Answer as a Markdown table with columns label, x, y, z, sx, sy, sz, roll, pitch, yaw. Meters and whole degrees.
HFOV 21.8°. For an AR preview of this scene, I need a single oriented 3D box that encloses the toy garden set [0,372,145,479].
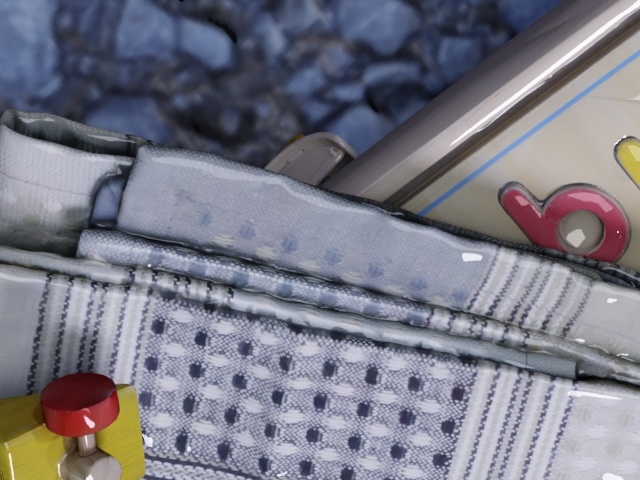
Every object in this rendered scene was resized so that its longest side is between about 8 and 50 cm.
| label | x | y | z | sx | sy | sz | roll | pitch | yaw |
| --- | --- | --- | --- | --- | --- | --- | --- | --- | --- |
| toy garden set | -0.163 | 0.146 | 0.636 | 0.244 | 0.049 | 0.204 | -5 | 115 | 1 |

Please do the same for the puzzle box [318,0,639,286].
| label | x | y | z | sx | sy | sz | roll | pitch | yaw |
| --- | --- | --- | --- | --- | --- | --- | --- | --- | --- |
| puzzle box | 0.092 | 0.075 | 0.703 | 0.409 | 0.052 | 0.272 | -38 | 105 | 17 |

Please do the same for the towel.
| label | x | y | z | sx | sy | sz | roll | pitch | yaw |
| --- | --- | --- | --- | --- | --- | --- | --- | --- | --- |
| towel | -0.018 | 0.127 | 0.674 | 0.312 | 0.056 | 0.324 | 14 | 112 | -2 |

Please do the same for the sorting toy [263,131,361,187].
| label | x | y | z | sx | sy | sz | roll | pitch | yaw |
| --- | --- | --- | --- | --- | --- | --- | --- | --- | --- |
| sorting toy | 0.000 | 0.000 | 0.746 | 0.083 | 0.045 | 0.075 | -46 | 115 | 6 |
